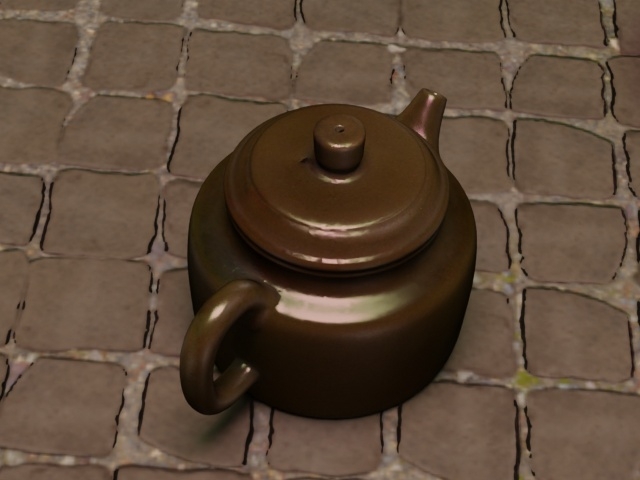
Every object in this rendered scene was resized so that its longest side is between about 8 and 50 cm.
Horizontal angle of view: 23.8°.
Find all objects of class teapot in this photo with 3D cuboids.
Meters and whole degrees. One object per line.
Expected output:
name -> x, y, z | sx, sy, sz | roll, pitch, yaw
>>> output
teapot -> 0.000, 0.000, 0.956 | 0.185, 0.175, 0.268 | 27, 52, 23
